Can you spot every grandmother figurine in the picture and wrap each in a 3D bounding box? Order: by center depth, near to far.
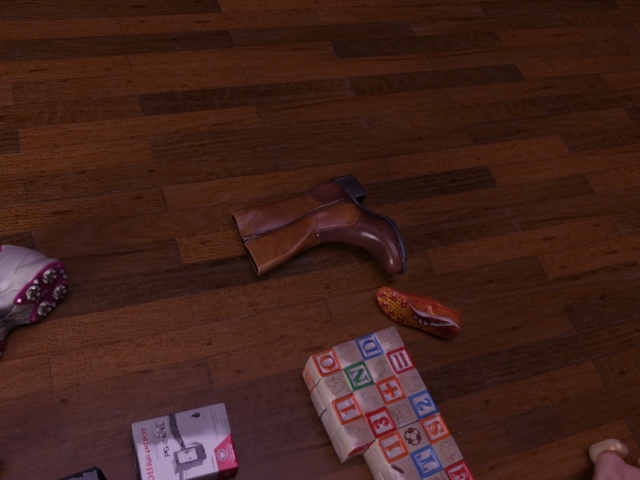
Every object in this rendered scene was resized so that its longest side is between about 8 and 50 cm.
[{"bbox_3d":[0.467,0.477,1.061,0.208,0.104,0.342,24,37,25],"label":"grandmother figurine"}]

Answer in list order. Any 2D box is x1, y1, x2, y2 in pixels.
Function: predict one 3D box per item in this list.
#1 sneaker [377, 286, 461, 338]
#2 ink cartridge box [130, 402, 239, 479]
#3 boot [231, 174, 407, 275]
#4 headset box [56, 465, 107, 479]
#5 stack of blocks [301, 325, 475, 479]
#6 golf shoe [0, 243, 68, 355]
[{"bbox_3d":[0.189,0.133,1.289,0.175,0.064,0.067,26,36,-4],"label":"sneaker"},{"bbox_3d":[-0.215,0.331,1.044,0.150,0.063,0.109,-9,61,-20],"label":"ink cartridge box"},{"bbox_3d":[0.000,0.000,1.293,0.280,0.096,0.264,-21,66,-24],"label":"boot"},{"bbox_3d":[-0.375,0.467,0.866,0.246,0.131,0.283,-15,62,-17],"label":"headset box"},{"bbox_3d":[0.108,0.315,1.125,0.171,0.087,0.297,-16,64,-23],"label":"stack of blocks"},{"bbox_3d":[-0.563,0.120,1.073,0.140,0.115,0.306,29,49,17],"label":"golf shoe"}]
